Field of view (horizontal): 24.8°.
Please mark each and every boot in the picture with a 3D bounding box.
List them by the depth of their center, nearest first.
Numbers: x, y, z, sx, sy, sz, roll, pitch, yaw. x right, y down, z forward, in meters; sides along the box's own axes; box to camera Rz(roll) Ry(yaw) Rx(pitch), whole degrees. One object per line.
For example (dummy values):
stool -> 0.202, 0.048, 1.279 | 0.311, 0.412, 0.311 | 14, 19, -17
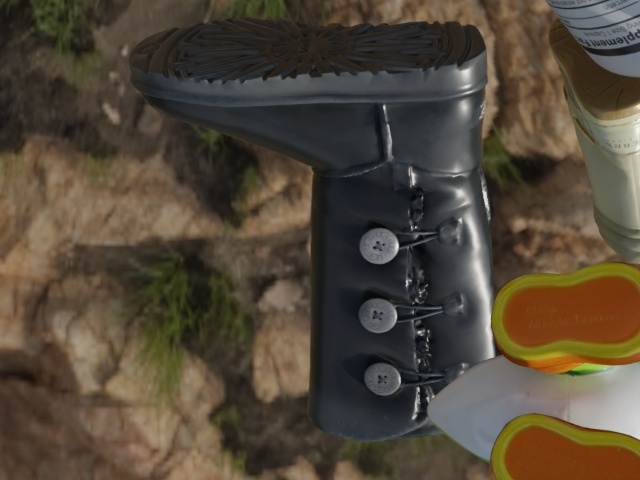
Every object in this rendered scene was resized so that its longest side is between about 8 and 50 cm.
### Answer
boot -> 0.307, -0.117, 1.507 | 0.095, 0.262, 0.203 | -14, 122, 8
boot -> 0.002, 0.000, 1.522 | 0.367, 0.146, 0.445 | 4, 124, 14

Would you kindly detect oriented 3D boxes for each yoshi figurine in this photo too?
yoshi figurine -> 0.218, 0.135, 0.979 | 0.203, 0.203, 0.362 | -40, 158, 1

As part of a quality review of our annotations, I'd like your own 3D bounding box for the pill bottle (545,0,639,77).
pill bottle -> 0.202, -0.235, 0.953 | 0.181, 0.181, 0.323 | -38, 113, 15
